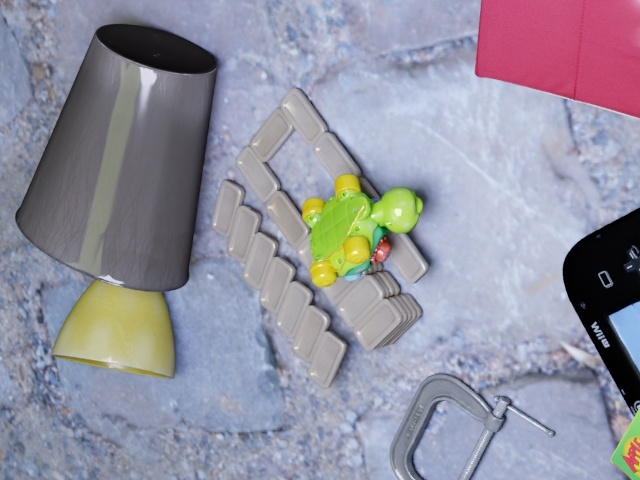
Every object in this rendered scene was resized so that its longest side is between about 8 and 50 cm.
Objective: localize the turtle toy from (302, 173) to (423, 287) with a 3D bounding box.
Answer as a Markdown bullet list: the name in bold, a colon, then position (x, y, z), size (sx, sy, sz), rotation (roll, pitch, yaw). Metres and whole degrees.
- **turtle toy**: position (0.039, -0.011, 1.613), size (0.130, 0.066, 0.095), rotation (-34, 51, 38)

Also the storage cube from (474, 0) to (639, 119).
- **storage cube**: position (0.249, -0.222, 1.364), size (0.184, 0.215, 0.193), rotation (18, 120, 28)

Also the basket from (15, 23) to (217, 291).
- **basket**: position (-0.194, -0.092, 1.741), size (0.204, 0.154, 0.226), rotation (29, 115, 22)

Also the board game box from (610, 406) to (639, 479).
- **board game box**: position (0.324, 0.152, 1.456), size (0.092, 0.043, 0.181), rotation (42, 136, 25)

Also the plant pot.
- **plant pot**: position (-0.214, 0.090, 1.831), size (0.134, 0.134, 0.095), rotation (6, 81, 33)

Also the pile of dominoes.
- **pile of dominoes**: position (0.000, 0.000, 1.718), size (0.196, 0.040, 0.251), rotation (-47, 69, 35)

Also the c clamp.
- **c clamp**: position (0.137, 0.204, 1.683), size (0.137, 0.022, 0.160), rotation (40, 122, 18)

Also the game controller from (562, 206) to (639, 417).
- **game controller**: position (0.337, 0.121, 1.496), size (0.166, 0.067, 0.319), rotation (-31, 85, 36)
